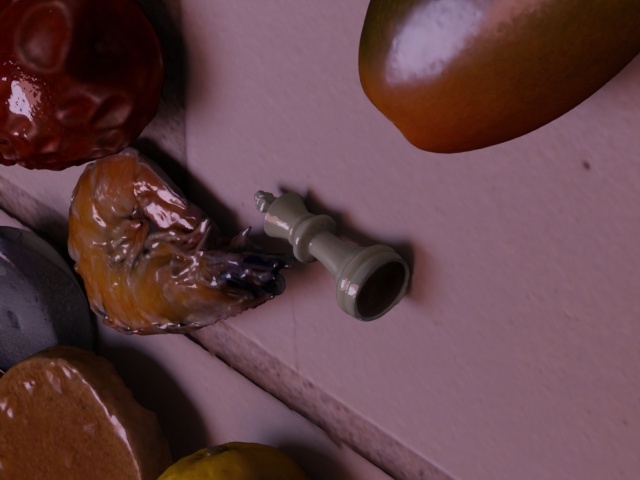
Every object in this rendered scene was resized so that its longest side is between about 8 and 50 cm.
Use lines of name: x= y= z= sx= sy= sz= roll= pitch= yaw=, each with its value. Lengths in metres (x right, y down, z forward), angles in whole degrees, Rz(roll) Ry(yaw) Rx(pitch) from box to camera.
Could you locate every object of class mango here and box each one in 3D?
mango: x=0.129 y=-0.153 z=1.136 sx=0.289 sy=0.129 sz=0.146 roll=-34 pitch=76 yaw=50

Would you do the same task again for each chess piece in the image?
chess piece: x=0.000 y=0.000 z=1.467 sx=0.149 sy=0.059 sz=0.059 roll=39 pitch=140 yaw=38

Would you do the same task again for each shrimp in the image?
shrimp: x=-0.123 y=-0.001 z=1.604 sx=0.317 sy=0.062 sz=0.164 roll=-2 pitch=109 yaw=54

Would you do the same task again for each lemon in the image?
lemon: x=-0.066 y=0.263 z=1.627 sx=0.170 sy=0.170 sz=0.207 roll=12 pitch=124 yaw=46

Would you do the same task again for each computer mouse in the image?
computer mouse: x=-0.263 y=0.063 z=1.813 sx=0.113 sy=0.068 sz=0.229 roll=19 pitch=141 yaw=23

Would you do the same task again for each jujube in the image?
jujube: x=-0.221 y=-0.131 z=1.566 sx=0.230 sy=0.155 sz=0.155 roll=-7 pitch=108 yaw=61

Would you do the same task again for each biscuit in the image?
biscuit: x=-0.255 y=0.228 z=1.826 sx=0.287 sy=0.057 sz=0.343 roll=39 pitch=129 yaw=23
